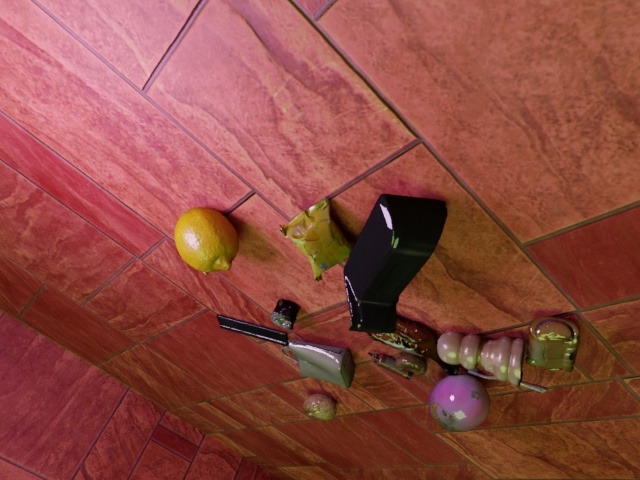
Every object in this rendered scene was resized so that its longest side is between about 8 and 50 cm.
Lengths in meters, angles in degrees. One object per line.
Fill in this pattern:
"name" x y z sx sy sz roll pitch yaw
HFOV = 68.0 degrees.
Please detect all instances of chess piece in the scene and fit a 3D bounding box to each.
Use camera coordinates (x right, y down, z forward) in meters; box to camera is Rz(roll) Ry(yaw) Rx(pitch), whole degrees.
"chess piece" 0.494 0.355 1.477 0.260 0.143 0.143 6 138 26

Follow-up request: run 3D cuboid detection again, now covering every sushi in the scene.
"sushi" -0.129 0.270 1.721 0.094 0.084 0.098 22 138 5

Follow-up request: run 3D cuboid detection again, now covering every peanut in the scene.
"peanut" 0.001 0.772 2.202 0.159 0.109 0.140 29 152 -25

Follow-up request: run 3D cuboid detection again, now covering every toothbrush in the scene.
"toothbrush" 0.639 0.482 1.628 0.263 0.026 0.022 15 146 11

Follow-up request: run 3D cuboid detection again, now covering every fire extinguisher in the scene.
"fire extinguisher" 0.262 0.463 1.776 0.177 0.050 0.062 27 179 -3

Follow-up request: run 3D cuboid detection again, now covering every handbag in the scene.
"handbag" -0.029 0.489 1.892 0.315 0.109 0.241 3 135 21

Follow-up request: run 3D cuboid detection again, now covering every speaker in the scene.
"speaker" 0.186 0.071 1.233 0.180 0.184 0.388 5 142 -13

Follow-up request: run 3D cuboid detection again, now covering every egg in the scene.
"egg" 0.488 0.580 1.684 0.196 0.196 0.271 14 148 12

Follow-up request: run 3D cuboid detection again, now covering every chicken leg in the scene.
"chicken leg" 0.316 0.348 1.587 0.407 0.096 0.158 28 145 -9

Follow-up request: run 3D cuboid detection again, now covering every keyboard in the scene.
"keyboard" -0.281 0.370 1.956 0.309 0.018 0.101 12 138 14

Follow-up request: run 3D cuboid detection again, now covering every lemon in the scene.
"lemon" -0.348 -0.002 1.448 0.244 0.187 0.187 52 143 16

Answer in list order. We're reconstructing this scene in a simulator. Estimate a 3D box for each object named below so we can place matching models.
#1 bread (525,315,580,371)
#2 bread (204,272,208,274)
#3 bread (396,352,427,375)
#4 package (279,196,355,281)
"bread" 0.668 0.301 1.368 0.134 0.081 0.225 3 139 20
"bread" -0.379 0.063 1.607 0.080 0.084 0.109 -11 130 37
"bread" 0.333 0.436 1.699 0.113 0.060 0.082 27 141 -8
"package" 0.000 0.000 1.323 0.168 0.090 0.226 -36 119 3
